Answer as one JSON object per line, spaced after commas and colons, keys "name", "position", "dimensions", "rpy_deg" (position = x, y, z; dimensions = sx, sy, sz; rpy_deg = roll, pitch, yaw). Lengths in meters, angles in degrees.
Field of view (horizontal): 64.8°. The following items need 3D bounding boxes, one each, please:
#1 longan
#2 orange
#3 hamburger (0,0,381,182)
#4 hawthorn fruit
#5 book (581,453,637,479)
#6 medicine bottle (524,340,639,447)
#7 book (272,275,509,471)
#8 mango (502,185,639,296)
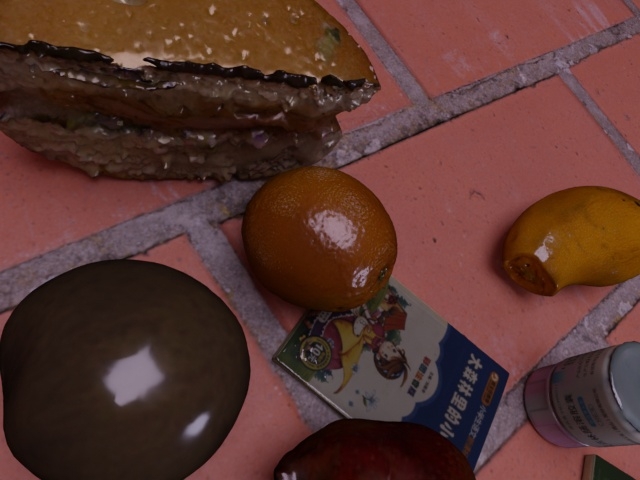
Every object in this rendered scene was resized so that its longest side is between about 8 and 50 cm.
{"name": "longan", "position": [-0.197, 0.129, 0.505], "dimensions": [0.248, 0.248, 0.248], "rpy_deg": [9, 63, -19]}
{"name": "orange", "position": [0.000, 0.000, 0.663], "dimensions": [0.206, 0.206, 0.206], "rpy_deg": [9, 63, -19]}
{"name": "hamburger", "position": [-0.172, -0.242, 0.659], "dimensions": [0.445, 0.268, 0.287], "rpy_deg": [0, 68, -18]}
{"name": "hawthorn fruit", "position": [0.047, 0.287, 0.538], "dimensions": [0.248, 0.208, 0.208], "rpy_deg": [29, 58, -18]}
{"name": "book", "position": [0.486, 0.475, 0.742], "dimensions": [0.264, 0.027, 0.202], "rpy_deg": [32, 57, -5]}
{"name": "medicine bottle", "position": [0.403, 0.231, 0.738], "dimensions": [0.135, 0.168, 0.135], "rpy_deg": [9, 64, -18]}
{"name": "book", "position": [0.117, 0.183, 0.730], "dimensions": [0.322, 0.018, 0.228], "rpy_deg": [38, 58, -2]}
{"name": "mango", "position": [0.465, -0.007, 0.895], "dimensions": [0.359, 0.144, 0.187], "rpy_deg": [-6, 66, -22]}
